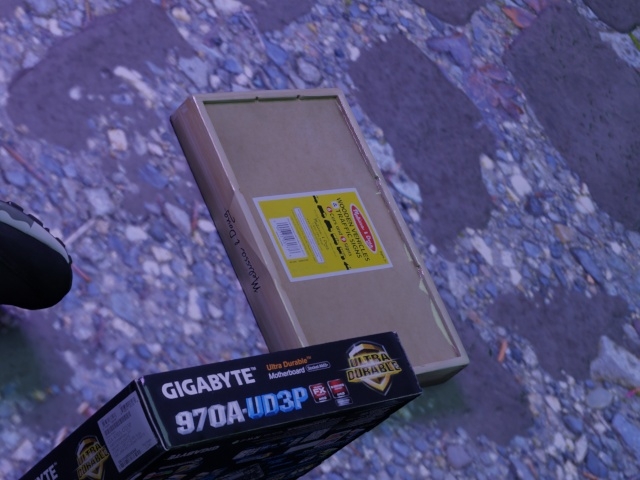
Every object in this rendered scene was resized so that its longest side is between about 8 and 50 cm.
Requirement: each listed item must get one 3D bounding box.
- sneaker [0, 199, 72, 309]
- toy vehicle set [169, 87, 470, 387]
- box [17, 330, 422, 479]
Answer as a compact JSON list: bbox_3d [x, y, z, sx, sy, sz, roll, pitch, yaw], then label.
[{"bbox_3d":[-0.297,0.018,1.072,0.283,0.107,0.124,19,64,-24],"label":"sneaker"},{"bbox_3d":[0.000,0.000,1.366,0.166,0.035,0.267,-6,64,-43],"label":"toy vehicle set"},{"bbox_3d":[-0.067,0.130,1.106,0.220,0.175,0.051,-8,66,-43],"label":"box"}]
